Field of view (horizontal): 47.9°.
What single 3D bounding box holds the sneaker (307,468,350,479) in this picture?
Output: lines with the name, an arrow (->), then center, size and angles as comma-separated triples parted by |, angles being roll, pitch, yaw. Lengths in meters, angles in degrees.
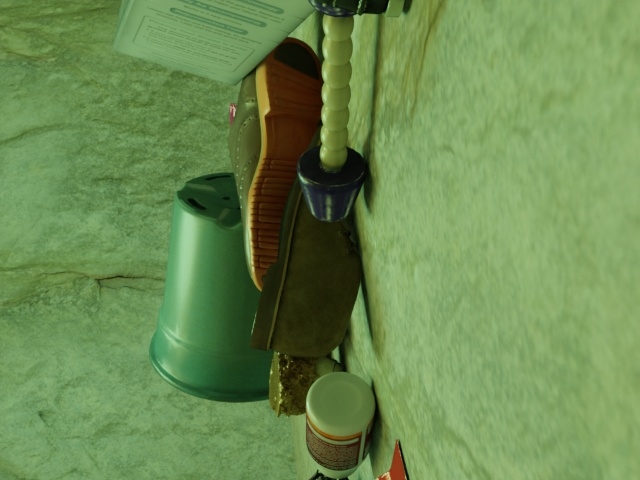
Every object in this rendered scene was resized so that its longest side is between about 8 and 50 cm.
sneaker -> 0.010, 0.387, 1.055 | 0.299, 0.120, 0.112 | 109, 175, -63

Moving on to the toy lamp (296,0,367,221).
toy lamp -> 0.013, -0.133, 0.727 | 0.080, 0.080, 0.275 | -103, 10, -46

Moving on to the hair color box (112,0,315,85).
hair color box -> -0.132, -0.310, 0.877 | 0.374, 0.185, 0.114 | 173, 108, -68

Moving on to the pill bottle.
pill bottle -> 0.023, 0.242, 0.921 | 0.152, 0.086, 0.086 | 92, 170, -47

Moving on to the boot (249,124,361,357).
boot -> 0.000, 0.000, 0.912 | 0.112, 0.115, 0.306 | 102, 180, -71

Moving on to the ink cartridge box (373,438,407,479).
ink cartridge box -> 0.069, 0.351, 0.778 | 0.225, 0.056, 0.181 | 89, 172, -46

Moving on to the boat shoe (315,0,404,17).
boat shoe -> 0.014, -0.270, 0.608 | 0.084, 0.079, 0.233 | 89, 173, -49

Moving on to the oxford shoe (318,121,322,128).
oxford shoe -> -0.042, -0.206, 1.154 | 0.076, 0.075, 0.212 | 91, 172, -54

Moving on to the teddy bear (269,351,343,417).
teddy bear -> -0.013, 0.107, 1.138 | 0.245, 0.113, 0.338 | 123, 149, -68

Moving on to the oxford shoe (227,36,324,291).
oxford shoe -> -0.068, -0.100, 1.050 | 0.132, 0.129, 0.364 | -7, 77, 54

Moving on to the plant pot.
plant pot -> -0.149, 0.068, 1.360 | 0.341, 0.340, 0.334 | -109, 23, -63

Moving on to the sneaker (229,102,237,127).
sneaker -> -0.066, -0.190, 1.274 | 0.252, 0.111, 0.103 | 43, 140, 46
